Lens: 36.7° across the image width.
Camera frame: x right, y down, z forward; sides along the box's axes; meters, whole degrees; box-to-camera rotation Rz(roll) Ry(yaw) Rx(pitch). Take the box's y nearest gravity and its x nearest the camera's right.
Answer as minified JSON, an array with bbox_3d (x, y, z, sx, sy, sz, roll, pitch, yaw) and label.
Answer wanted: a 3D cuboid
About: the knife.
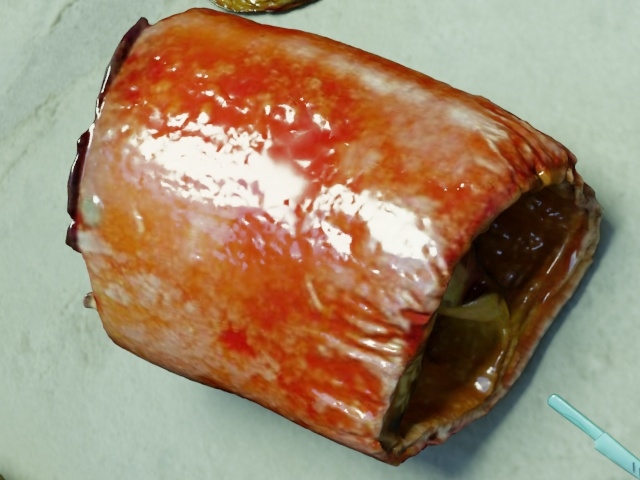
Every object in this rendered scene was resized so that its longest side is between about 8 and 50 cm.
[{"bbox_3d":[0.191,0.136,0.655,0.091,0.005,0.014,38,100,25],"label":"knife"}]

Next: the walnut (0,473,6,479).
[{"bbox_3d":[-0.383,0.289,0.761,0.252,0.313,0.277,-16,83,42],"label":"walnut"}]

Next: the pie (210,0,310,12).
[{"bbox_3d":[-0.043,-0.235,0.807,0.191,0.033,0.088,5,90,27],"label":"pie"}]

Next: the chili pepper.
[{"bbox_3d":[0.000,0.000,0.649,0.305,0.229,0.251,23,78,28],"label":"chili pepper"}]
